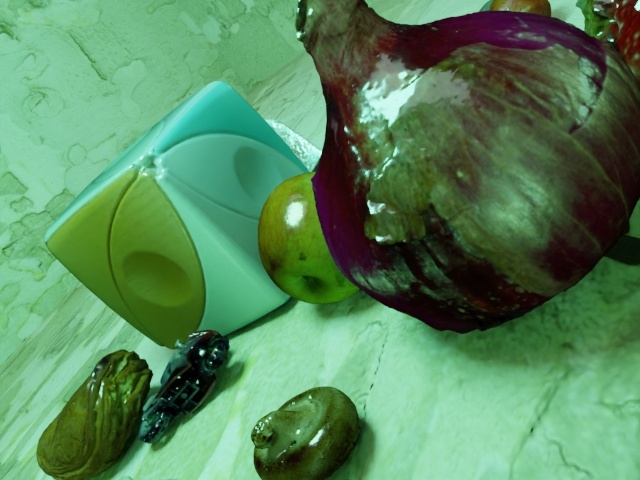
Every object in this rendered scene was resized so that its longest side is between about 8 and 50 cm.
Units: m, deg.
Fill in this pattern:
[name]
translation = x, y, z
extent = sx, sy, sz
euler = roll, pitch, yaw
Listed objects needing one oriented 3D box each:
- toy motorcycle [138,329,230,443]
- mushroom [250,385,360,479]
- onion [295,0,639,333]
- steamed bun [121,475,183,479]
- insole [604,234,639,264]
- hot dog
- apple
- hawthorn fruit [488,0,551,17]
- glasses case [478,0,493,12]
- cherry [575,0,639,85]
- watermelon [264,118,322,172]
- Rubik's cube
[toy motorcycle]
translation = -0.224, 0.225, 0.835
extent = 0.213, 0.082, 0.122
euler = -49, 17, 5
[mushroom]
translation = -0.016, 0.210, 0.544
extent = 0.126, 0.084, 0.109
euler = -24, -6, 39
[onion]
translation = 0.111, -0.110, 0.519
extent = 0.348, 0.385, 0.347
euler = -39, 21, 18
[steamed bun]
translation = -0.083, 0.280, 0.345
extent = 0.170, 0.225, 0.200
euler = -39, 25, 8
[insole]
translation = 0.286, 0.000, 0.537
extent = 0.045, 0.002, 0.135
euler = -45, 24, -5
[hot dog]
translation = -0.397, 0.314, 0.906
extent = 0.272, 0.122, 0.196
euler = -48, 18, 27
[apple]
translation = 0.000, 0.000, 0.751
extent = 0.196, 0.196, 0.196
euler = -34, 25, 18
[hawthorn fruit]
translation = 0.387, -0.439, 1.003
extent = 0.128, 0.128, 0.128
euler = -34, 25, 18
[glasses case]
translation = 0.302, -0.383, 1.067
extent = 0.299, 0.060, 0.114
euler = -56, -5, -29
[cherry]
translation = 0.421, -0.258, 0.559
extent = 0.250, 0.175, 0.192
euler = -20, 41, 38
[watermelon]
translation = -0.112, -0.190, 1.211
extent = 0.290, 0.213, 0.320
euler = -5, 31, 51
[Rubik's cube]
translation = -0.235, -0.042, 0.976
extent = 0.347, 0.352, 0.351
euler = -27, 25, 32
